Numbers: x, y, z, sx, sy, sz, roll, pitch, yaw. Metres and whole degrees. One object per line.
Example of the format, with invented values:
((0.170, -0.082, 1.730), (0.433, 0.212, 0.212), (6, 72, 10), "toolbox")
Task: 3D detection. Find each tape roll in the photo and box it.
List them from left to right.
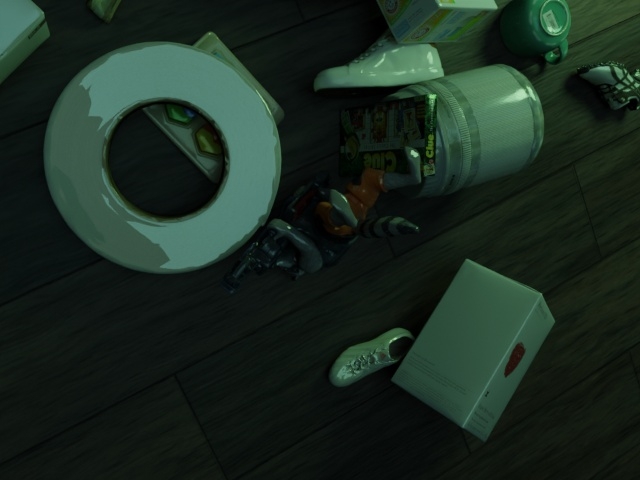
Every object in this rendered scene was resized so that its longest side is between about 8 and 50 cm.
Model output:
((-0.260, -0.135, 1.077), (0.391, 0.072, 0.393), (-2, 98, -12), "tape roll")

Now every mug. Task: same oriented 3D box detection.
((0.474, -0.459, 1.341), (0.157, 0.097, 0.130), (11, 91, -21), "mug")

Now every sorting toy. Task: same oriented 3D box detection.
((-0.192, -0.239, 1.139), (0.193, 0.038, 0.208), (-47, 109, -11), "sorting toy")

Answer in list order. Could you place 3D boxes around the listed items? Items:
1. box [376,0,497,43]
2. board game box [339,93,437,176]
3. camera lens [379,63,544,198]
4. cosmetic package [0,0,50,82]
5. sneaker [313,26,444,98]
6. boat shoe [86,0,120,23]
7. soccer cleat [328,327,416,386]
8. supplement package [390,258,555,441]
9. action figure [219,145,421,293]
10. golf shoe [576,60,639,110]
((0.219, -0.447, 1.187), (0.203, 0.114, 0.103), (-19, 81, -44), "box")
((0.115, -0.182, 1.143), (0.030, 0.259, 0.136), (-5, 97, -30), "board game box")
((0.269, -0.211, 1.220), (0.274, 0.219, 0.220), (-17, 101, -19), "camera lens")
((-0.615, -0.380, 0.904), (0.217, 0.156, 0.385), (-48, 110, -10), "cosmetic package")
((0.105, -0.346, 1.215), (0.290, 0.105, 0.123), (-15, 97, -30), "sneaker")
((-0.324, -0.434, 1.054), (0.153, 0.056, 0.048), (-46, 123, 3), "boat shoe")
((0.105, 0.235, 1.277), (0.196, 0.076, 0.068), (-28, 104, -16), "soccer cleat")
((0.312, 0.221, 1.270), (0.293, 0.175, 0.177), (-57, 143, -7), "supplement package")
((0.000, 0.000, 1.081), (0.178, 0.330, 0.341), (45, 56, -5), "action figure")
((0.668, -0.350, 1.438), (0.198, 0.077, 0.094), (7, 93, -20), "golf shoe")
